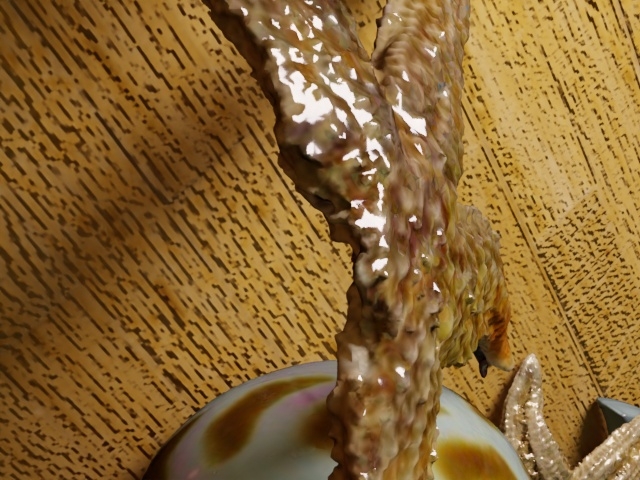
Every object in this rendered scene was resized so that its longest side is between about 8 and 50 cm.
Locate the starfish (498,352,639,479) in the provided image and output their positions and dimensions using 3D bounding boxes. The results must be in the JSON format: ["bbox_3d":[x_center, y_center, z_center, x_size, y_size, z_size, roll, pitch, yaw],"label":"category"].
[{"bbox_3d":[0.177,0.198,1.061,0.277,0.062,0.235,1,98,-16],"label":"starfish"}]

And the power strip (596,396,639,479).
[{"bbox_3d":[0.235,0.215,1.131,0.137,0.044,0.216,31,92,-23],"label":"power strip"}]

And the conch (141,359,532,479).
[{"bbox_3d":[0.009,0.192,0.803,0.368,0.249,0.197,-60,175,-45],"label":"conch"}]

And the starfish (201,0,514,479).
[{"bbox_3d":[0.009,-0.005,0.649,0.398,0.132,0.384,68,25,-6],"label":"starfish"}]
